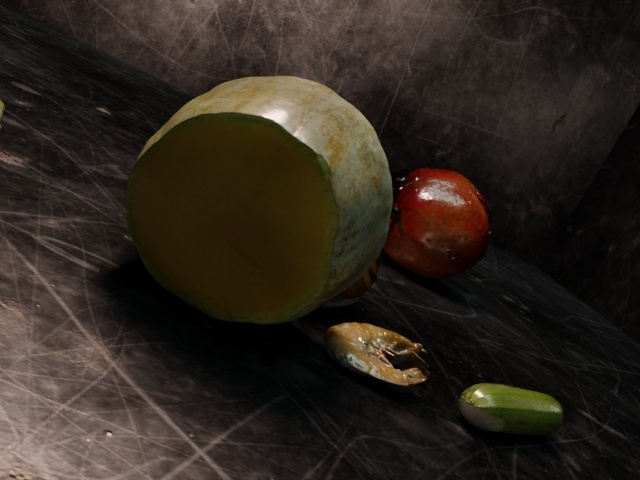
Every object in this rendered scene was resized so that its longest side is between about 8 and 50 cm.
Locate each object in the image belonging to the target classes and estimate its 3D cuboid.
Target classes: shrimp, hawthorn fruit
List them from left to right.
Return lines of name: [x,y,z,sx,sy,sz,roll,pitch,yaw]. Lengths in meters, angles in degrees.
shrimp: [0.089,0.171,1.004,0.188,0.051,0.132,12,30,-31]
hawthorn fruit: [0.277,-0.052,1.809,0.316,0.315,0.316,27,11,-6]

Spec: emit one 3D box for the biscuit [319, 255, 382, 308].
biscuit: [-0.025,-0.043,1.177,0.332,0.103,0.332,35,39,-35]

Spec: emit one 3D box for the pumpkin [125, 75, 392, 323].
pumpkin: [-0.093,-0.044,0.901,0.332,0.332,0.199,31,25,12]

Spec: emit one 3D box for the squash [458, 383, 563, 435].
squash: [0.285,0.249,1.042,0.239,0.069,0.069,19,15,-41]

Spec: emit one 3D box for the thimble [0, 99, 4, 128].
thimble: [-0.455,-0.132,0.817,0.144,0.137,0.190,24,1,-23]
